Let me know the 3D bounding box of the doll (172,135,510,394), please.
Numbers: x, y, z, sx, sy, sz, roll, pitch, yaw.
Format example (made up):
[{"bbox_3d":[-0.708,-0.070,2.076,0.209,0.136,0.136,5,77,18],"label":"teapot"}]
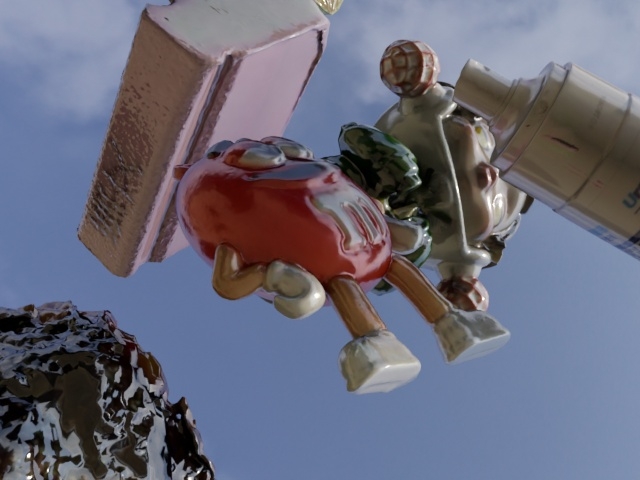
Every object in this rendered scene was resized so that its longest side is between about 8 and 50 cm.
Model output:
[{"bbox_3d":[0.000,0.000,0.522,0.217,0.183,0.085,41,-62,28],"label":"doll"}]

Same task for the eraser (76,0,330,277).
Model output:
[{"bbox_3d":[-0.150,-0.146,1.106,0.122,0.272,0.359,43,-49,14],"label":"eraser"}]

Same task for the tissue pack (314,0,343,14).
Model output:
[{"bbox_3d":[-0.068,-0.459,1.299,0.275,0.167,0.200,19,-99,48],"label":"tissue pack"}]

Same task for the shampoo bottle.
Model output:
[{"bbox_3d":[0.220,-0.030,0.558,0.303,0.092,0.092,30,-75,1],"label":"shampoo bottle"}]

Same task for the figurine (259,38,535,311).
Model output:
[{"bbox_3d":[0.077,-0.042,0.815,0.167,0.370,0.281,-5,-77,44],"label":"figurine"}]

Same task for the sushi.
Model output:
[{"bbox_3d":[-0.115,0.202,0.504,0.196,0.182,0.343,-7,-66,51],"label":"sushi"}]
